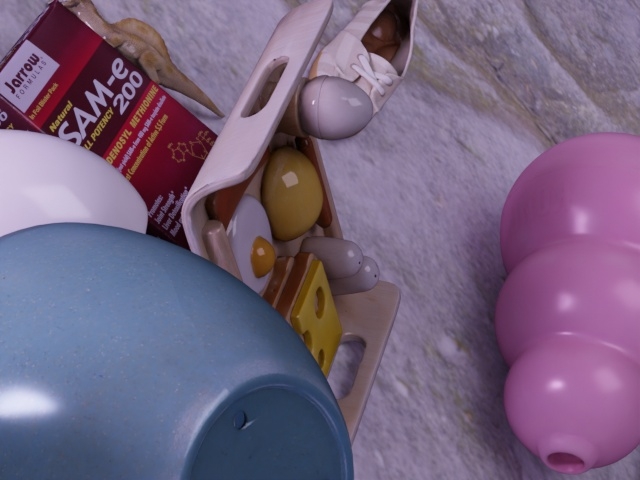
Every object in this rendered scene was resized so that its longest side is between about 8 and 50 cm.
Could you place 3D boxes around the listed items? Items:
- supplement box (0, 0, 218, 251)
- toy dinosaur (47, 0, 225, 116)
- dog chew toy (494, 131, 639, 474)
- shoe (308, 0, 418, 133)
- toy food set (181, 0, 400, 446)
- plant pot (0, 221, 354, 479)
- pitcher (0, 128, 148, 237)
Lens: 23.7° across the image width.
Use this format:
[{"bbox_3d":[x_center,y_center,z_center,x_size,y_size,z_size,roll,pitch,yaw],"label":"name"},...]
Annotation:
[{"bbox_3d":[-0.152,-0.058,1.172,0.239,0.073,0.130,40,41,-15],"label":"supplement box"},{"bbox_3d":[-0.144,-0.143,1.256,0.183,0.053,0.093,35,42,-21],"label":"toy dinosaur"},{"bbox_3d":[0.250,0.061,1.389,0.206,0.206,0.332,35,52,-21],"label":"dog chew toy"},{"bbox_3d":[0.046,-0.179,1.461,0.076,0.058,0.219,41,41,-15],"label":"shoe"},{"bbox_3d":[0.000,0.000,1.166,0.220,0.092,0.306,-68,151,-45],"label":"toy food set"},{"bbox_3d":[-0.095,0.137,0.903,0.290,0.195,0.290,-3,94,-44],"label":"plant pot"},{"bbox_3d":[-0.234,0.002,1.030,0.207,0.125,0.178,20,70,-20],"label":"pitcher"}]
